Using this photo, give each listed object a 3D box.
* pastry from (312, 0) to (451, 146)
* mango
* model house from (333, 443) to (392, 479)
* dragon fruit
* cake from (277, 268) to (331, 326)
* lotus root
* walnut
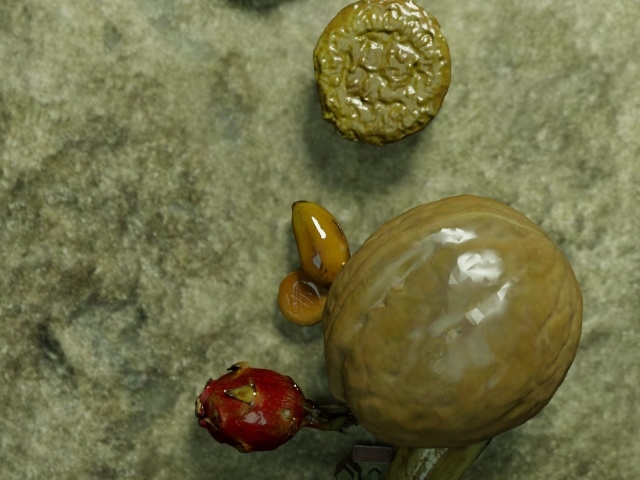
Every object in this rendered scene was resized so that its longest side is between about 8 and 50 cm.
[{"bbox_3d":[0.079,-0.219,0.955,0.188,0.103,0.189,2,102,9],"label":"pastry"},{"bbox_3d":[0.000,0.000,1.026,0.063,0.077,0.127,-28,81,37],"label":"mango"},{"bbox_3d":[0.064,0.333,1.093,0.083,0.057,0.058,2,108,9],"label":"model house"},{"bbox_3d":[-0.059,0.249,1.077,0.246,0.125,0.126,11,89,-10],"label":"dragon fruit"},{"bbox_3d":[-0.019,0.080,1.062,0.084,0.044,0.084,2,102,11],"label":"cake"},{"bbox_3d":[0.158,0.305,1.041,0.110,0.097,0.258,33,95,-34],"label":"lotus root"},{"bbox_3d":[0.152,0.102,0.908,0.332,0.333,0.333,2,101,9],"label":"walnut"}]
